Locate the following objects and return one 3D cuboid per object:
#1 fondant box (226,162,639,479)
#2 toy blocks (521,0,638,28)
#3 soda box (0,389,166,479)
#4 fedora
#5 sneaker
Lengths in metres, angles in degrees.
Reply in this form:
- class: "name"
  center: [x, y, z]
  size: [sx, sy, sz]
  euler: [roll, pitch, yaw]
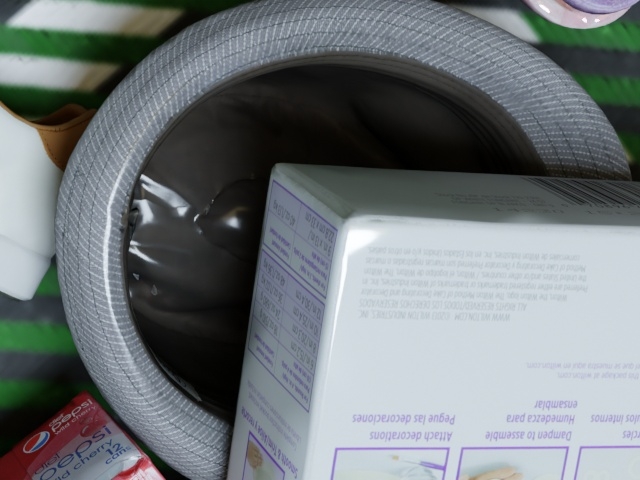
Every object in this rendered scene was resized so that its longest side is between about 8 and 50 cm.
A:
- class: "fondant box"
  center: [0.078, 0.138, 0.832]
  size: [0.238, 0.096, 0.330]
  euler: [2, 104, -24]
- class: "toy blocks"
  center: [0.277, -0.155, 0.869]
  size: [0.288, 0.260, 0.309]
  euler: [40, 88, -14]
- class: "soda box"
  center: [-0.062, 0.201, 0.898]
  size: [0.083, 0.092, 0.263]
  euler: [-38, 118, -11]
- class: "fedora"
  center: [0.000, 0.000, 0.896]
  size: [0.275, 0.124, 0.244]
  euler: [2, 99, -20]
- class: "sneaker"
  center: [-0.234, -0.088, 0.853]
  size: [0.290, 0.106, 0.123]
  euler: [29, 87, -25]
